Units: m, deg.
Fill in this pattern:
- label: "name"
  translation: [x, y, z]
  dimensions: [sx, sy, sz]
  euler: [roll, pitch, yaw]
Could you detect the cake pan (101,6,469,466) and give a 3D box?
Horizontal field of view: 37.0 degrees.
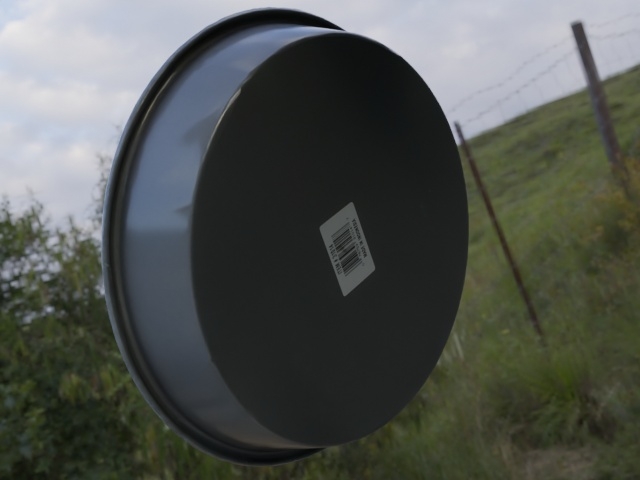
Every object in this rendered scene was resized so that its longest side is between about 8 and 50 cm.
- label: "cake pan"
  translation: [0.000, 0.000, 0.600]
  dimensions: [0.054, 0.293, 0.293]
  euler: [4, 10, 43]
